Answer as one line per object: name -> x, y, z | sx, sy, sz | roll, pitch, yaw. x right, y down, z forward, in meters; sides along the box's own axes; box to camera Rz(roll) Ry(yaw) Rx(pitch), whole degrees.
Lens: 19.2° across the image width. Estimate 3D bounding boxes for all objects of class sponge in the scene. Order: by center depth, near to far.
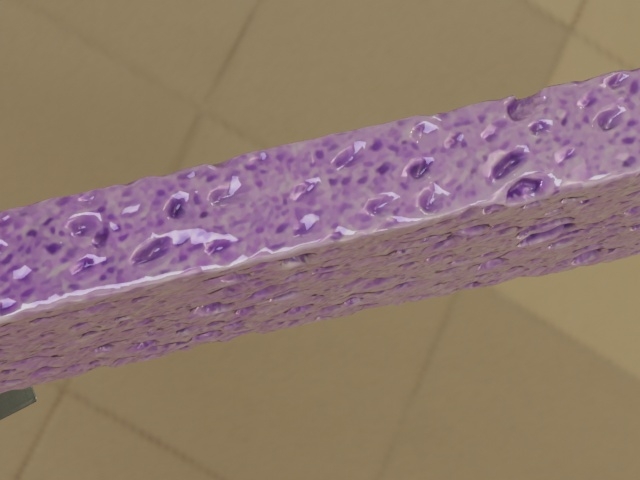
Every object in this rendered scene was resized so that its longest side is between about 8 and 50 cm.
sponge -> 0.000, 0.000, 0.523 | 0.210, 0.117, 0.031 | -13, 78, -8

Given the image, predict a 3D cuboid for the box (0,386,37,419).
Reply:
box -> -0.311, 0.040, 1.243 | 0.183, 0.059, 0.232 | -27, 108, -28
